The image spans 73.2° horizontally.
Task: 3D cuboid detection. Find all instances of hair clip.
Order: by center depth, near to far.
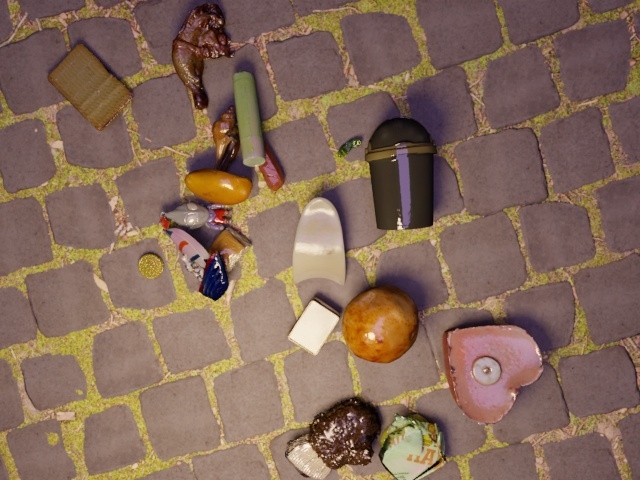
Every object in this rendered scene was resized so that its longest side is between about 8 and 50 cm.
[{"bbox_3d":[-0.001,0.007,1.362,0.172,0.113,0.282,3,93,2],"label":"hair clip"}]

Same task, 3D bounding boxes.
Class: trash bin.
[{"bbox_3d":[0.242,-0.204,1.296,0.214,0.214,0.334,-2,96,2],"label":"trash bin"}]

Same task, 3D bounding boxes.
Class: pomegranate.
[{"bbox_3d":[0.181,0.253,1.311,0.248,0.248,0.248,0,92,2],"label":"pomegranate"}]

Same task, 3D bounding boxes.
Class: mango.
[{"bbox_3d":[-0.325,-0.169,1.353,0.217,0.141,0.102,10,87,4],"label":"mango"}]

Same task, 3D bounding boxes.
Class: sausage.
[{"bbox_3d":[-0.167,-0.233,1.383,0.065,0.065,0.169,-29,91,3],"label":"sausage"}]

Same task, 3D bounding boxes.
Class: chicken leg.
[{"bbox_3d":[-0.380,-0.590,1.375,0.177,0.083,0.323,27,91,-14],"label":"chicken leg"}]

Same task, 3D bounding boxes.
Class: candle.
[{"bbox_3d":[0.504,0.388,1.355,0.287,0.131,0.317,36,84,7],"label":"candle"}]

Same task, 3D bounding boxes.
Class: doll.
[{"bbox_3d":[-0.401,-0.079,1.395,0.227,0.075,0.102,4,71,-8],"label":"doll"}]

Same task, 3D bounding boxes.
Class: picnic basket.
[{"bbox_3d":[-0.020,0.274,1.389,0.115,0.079,0.164,35,93,2],"label":"picnic basket"}]

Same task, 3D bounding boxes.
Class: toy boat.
[{"bbox_3d":[-0.386,0.045,1.350,0.219,0.072,0.318,-22,97,47],"label":"toy boat"}]

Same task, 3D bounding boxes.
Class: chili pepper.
[{"bbox_3d":[0.091,-0.300,1.391,0.091,0.034,0.030,-35,124,2],"label":"chili pepper"}]

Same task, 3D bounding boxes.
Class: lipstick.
[{"bbox_3d":[-0.223,-0.381,1.338,0.076,0.076,0.304,-11,77,3],"label":"lipstick"}]

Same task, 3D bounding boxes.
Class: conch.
[{"bbox_3d":[-0.300,-0.315,1.384,0.086,0.080,0.233,6,117,14],"label":"conch"}]

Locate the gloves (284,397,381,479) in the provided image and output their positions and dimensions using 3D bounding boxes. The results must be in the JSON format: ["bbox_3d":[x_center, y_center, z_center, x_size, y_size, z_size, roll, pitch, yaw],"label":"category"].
[{"bbox_3d":[0.056,0.638,1.374,0.312,0.135,0.210,-42,84,0],"label":"gloves"}]

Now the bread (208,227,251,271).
[{"bbox_3d":[-0.299,0.034,1.389,0.106,0.082,0.125,39,96,-7],"label":"bread"}]

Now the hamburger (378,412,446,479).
[{"bbox_3d":[0.282,0.642,1.373,0.214,0.125,0.235,-39,94,-3],"label":"hamburger"}]

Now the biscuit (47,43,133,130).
[{"bbox_3d":[-0.750,-0.501,1.413,0.172,0.029,0.254,-44,90,3],"label":"biscuit"}]

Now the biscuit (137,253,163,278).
[{"bbox_3d":[-0.564,0.086,1.431,0.083,0.023,0.084,0,94,2],"label":"biscuit"}]
